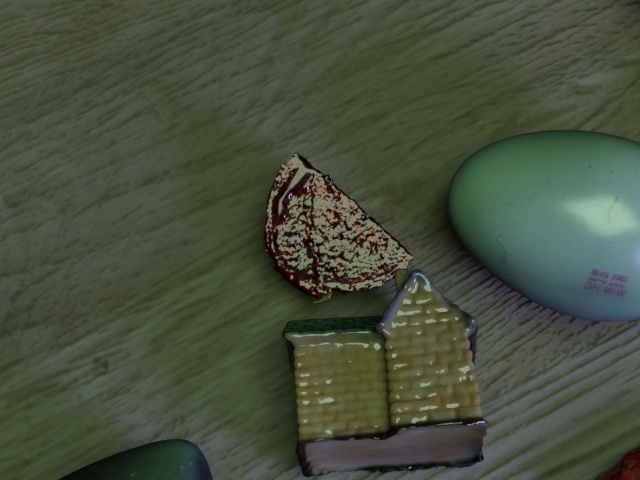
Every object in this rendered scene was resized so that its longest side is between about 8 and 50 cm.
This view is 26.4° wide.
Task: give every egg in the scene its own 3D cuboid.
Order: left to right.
[{"bbox_3d":[0.254,-0.018,1.338,0.264,0.183,0.183,16,77,2],"label":"egg"}]

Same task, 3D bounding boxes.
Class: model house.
[{"bbox_3d":[0.060,0.124,1.306,0.182,0.166,0.172,-6,68,1],"label":"model house"}]

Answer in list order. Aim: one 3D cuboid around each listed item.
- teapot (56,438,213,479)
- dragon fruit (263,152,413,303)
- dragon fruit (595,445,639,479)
[{"bbox_3d":[-0.218,0.343,1.189,0.285,0.223,0.305,-10,76,-1],"label":"teapot"},{"bbox_3d":[0.000,0.000,1.359,0.162,0.083,0.106,41,89,-7],"label":"dragon fruit"},{"bbox_3d":[0.416,0.246,1.331,0.262,0.134,0.212,26,73,-2],"label":"dragon fruit"}]
